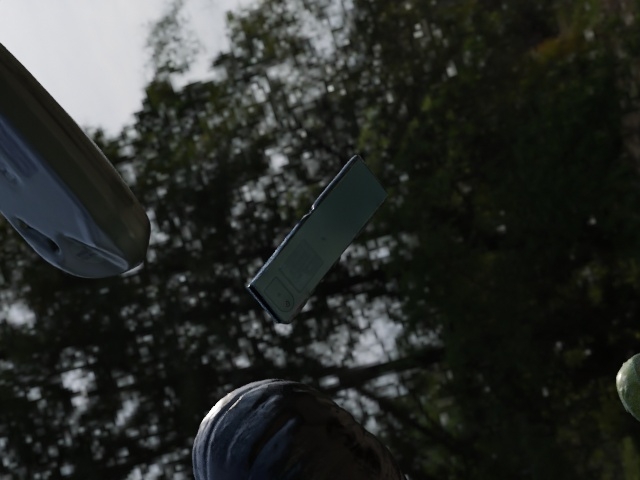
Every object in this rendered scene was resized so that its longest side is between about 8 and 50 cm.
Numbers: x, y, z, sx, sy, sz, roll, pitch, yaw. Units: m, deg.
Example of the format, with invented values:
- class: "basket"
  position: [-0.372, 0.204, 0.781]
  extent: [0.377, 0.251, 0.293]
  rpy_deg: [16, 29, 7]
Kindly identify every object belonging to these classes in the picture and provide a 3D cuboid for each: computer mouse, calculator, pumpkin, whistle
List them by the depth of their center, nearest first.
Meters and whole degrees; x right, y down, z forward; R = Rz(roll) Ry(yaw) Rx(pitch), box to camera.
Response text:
- class: "pumpkin"
  position: [-0.016, 0.207, 0.946]
  extent: [0.202, 0.140, 0.202]
  rpy_deg: [36, 159, 16]
- class: "calculator"
  position: [0.000, 0.000, 1.042]
  extent: [0.057, 0.018, 0.172]
  rpy_deg: [51, -118, -25]
- class: "computer mouse"
  position: [-0.306, -0.095, 1.246]
  extent: [0.331, 0.197, 0.095]
  rpy_deg: [53, -130, -15]
- class: "whistle"
  position: [0.433, 0.189, 1.376]
  extent: [0.198, 0.057, 0.104]
  rpy_deg: [12, -141, -31]
